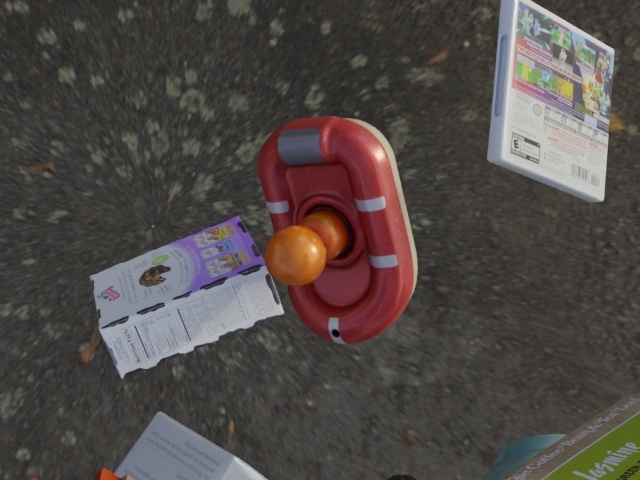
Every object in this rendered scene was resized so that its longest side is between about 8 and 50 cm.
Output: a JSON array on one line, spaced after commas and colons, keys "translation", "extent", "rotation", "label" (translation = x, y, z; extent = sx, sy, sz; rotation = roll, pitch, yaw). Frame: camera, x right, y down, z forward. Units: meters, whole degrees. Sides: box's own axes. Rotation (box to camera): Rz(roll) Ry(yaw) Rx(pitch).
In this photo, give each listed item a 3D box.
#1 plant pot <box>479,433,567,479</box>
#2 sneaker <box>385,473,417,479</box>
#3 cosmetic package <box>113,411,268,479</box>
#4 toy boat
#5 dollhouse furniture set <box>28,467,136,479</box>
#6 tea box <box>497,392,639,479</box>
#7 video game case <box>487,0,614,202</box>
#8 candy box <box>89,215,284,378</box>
[{"translation": [0.275, 0.346, 1.312], "extent": [0.293, 0.293, 0.196], "rotation": [18, 50, -8], "label": "plant pot"}, {"translation": [0.120, 0.293, 0.930], "extent": [0.276, 0.097, 0.135], "rotation": [42, 96, -7], "label": "sneaker"}, {"translation": [-0.121, 0.289, 1.071], "extent": [0.151, 0.151, 0.183], "rotation": [44, 74, -33], "label": "cosmetic package"}, {"translation": [0.000, 0.000, 1.138], "extent": [0.151, 0.151, 0.231], "rotation": [-37, 118, -49], "label": "toy boat"}, {"translation": [-0.266, 0.151, 0.760], "extent": [0.259, 0.262, 0.135], "rotation": [39, 109, -22], "label": "dollhouse furniture set"}, {"translation": [0.316, 0.288, 0.739], "extent": [0.220, 0.324, 0.329], "rotation": [-18, 99, -45], "label": "tea box"}, {"translation": [0.255, -0.151, 1.256], "extent": [0.201, 0.023, 0.183], "rotation": [15, 77, -43], "label": "video game case"}, {"translation": [-0.158, 0.061, 1.325], "extent": [0.196, 0.165, 0.070], "rotation": [-22, 114, -6], "label": "candy box"}]
